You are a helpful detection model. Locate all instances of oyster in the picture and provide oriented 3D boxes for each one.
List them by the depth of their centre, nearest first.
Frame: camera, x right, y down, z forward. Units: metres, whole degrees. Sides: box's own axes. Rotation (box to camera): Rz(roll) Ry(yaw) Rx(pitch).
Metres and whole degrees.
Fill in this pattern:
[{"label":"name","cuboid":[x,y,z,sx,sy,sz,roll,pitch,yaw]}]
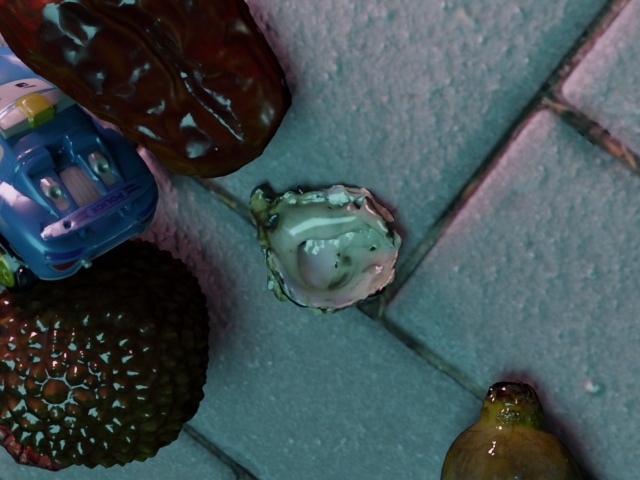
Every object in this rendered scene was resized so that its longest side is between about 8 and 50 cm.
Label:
[{"label":"oyster","cuboid":[0.000,0.000,1.426,0.163,0.081,0.191,-44,76,13]}]

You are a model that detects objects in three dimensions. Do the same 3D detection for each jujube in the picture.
[{"label":"jujube","cuboid":[-0.180,-0.204,1.324,0.216,0.216,0.342,-30,115,36]}]

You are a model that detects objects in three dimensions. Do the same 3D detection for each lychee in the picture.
[{"label":"lychee","cuboid":[-0.257,0.122,1.480,0.268,0.267,0.267,12,121,21]}]

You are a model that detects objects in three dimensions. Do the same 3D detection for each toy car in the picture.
[{"label":"toy car","cuboid":[-0.317,-0.100,1.406,0.314,0.198,0.166,48,148,18]}]

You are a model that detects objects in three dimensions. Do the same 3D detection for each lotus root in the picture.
[{"label":"lotus root","cuboid":[0.213,0.304,1.431,0.173,0.173,0.309,-5,106,29]}]

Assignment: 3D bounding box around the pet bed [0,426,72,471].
[{"label":"pet bed","cuboid":[-0.380,0.222,1.745,0.201,0.053,0.201,15,121,26]}]
